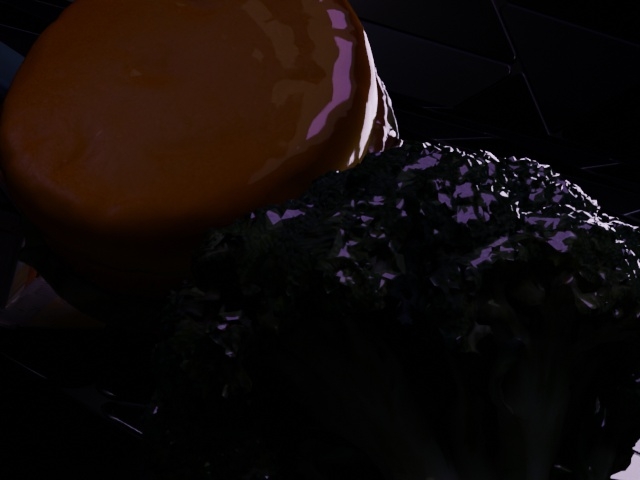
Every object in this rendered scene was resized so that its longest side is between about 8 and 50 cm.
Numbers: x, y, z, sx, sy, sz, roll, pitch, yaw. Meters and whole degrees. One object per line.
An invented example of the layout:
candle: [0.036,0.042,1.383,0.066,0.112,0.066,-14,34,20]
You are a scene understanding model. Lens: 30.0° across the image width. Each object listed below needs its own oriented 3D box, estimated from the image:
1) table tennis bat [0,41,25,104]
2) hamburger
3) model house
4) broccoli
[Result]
table tennis bat: [-0.237,-0.125,0.758,0.124,0.033,0.201,40,10,29]
hamburger: [-0.068,-0.046,0.727,0.246,0.246,0.170,27,-22,31]
model house: [-0.220,-0.043,0.829,0.207,0.135,0.219,17,14,1]
broccoli: [0.050,0.089,0.558,0.270,0.270,0.270,10,50,-30]
